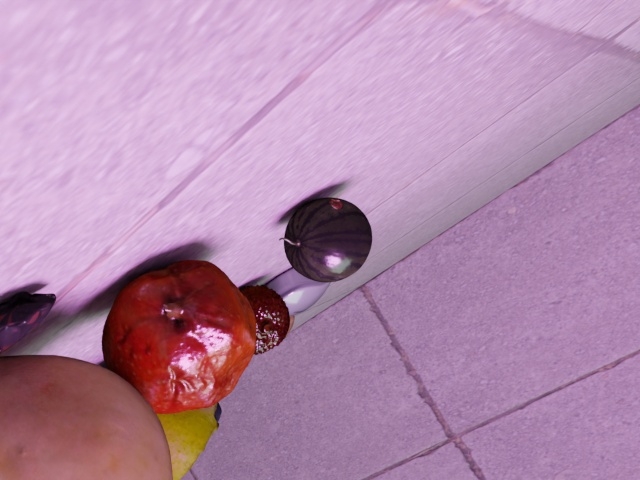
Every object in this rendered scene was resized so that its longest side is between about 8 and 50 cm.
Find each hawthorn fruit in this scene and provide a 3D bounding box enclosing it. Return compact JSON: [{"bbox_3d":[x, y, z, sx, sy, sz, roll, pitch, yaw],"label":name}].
[{"bbox_3d":[-0.145,0.103,0.801,0.173,0.173,0.179,-22,169,-48],"label":"hawthorn fruit"}]

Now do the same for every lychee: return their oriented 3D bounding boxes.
[{"bbox_3d":[-0.113,0.135,1.251,0.123,0.123,0.129,-27,179,-28],"label":"lychee"}]

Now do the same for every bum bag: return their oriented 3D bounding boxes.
[{"bbox_3d":[-0.275,0.079,0.614,0.124,0.034,0.058,-32,-174,8],"label":"bum bag"}]

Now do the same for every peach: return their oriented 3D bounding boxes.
[{"bbox_3d":[-0.289,0.225,0.683,0.292,0.292,0.247,-42,-151,52],"label":"peach"}]

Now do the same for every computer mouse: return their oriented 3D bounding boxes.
[{"bbox_3d":[-0.031,0.090,1.430,0.128,0.079,0.231,-33,175,32],"label":"computer mouse"}]

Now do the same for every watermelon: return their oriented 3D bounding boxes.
[{"bbox_3d":[0.000,0.000,0.900,0.133,0.105,0.105,-5,156,-43],"label":"watermelon"}]

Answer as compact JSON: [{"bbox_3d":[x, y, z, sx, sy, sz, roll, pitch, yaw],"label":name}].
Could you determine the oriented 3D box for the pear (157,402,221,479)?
[{"bbox_3d":[-0.363,0.328,1.183,0.399,0.165,0.399,-32,-167,9],"label":"pear"}]

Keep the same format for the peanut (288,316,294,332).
[{"bbox_3d":[-0.155,0.191,1.502,0.226,0.095,0.108,-27,175,-20],"label":"peanut"}]
